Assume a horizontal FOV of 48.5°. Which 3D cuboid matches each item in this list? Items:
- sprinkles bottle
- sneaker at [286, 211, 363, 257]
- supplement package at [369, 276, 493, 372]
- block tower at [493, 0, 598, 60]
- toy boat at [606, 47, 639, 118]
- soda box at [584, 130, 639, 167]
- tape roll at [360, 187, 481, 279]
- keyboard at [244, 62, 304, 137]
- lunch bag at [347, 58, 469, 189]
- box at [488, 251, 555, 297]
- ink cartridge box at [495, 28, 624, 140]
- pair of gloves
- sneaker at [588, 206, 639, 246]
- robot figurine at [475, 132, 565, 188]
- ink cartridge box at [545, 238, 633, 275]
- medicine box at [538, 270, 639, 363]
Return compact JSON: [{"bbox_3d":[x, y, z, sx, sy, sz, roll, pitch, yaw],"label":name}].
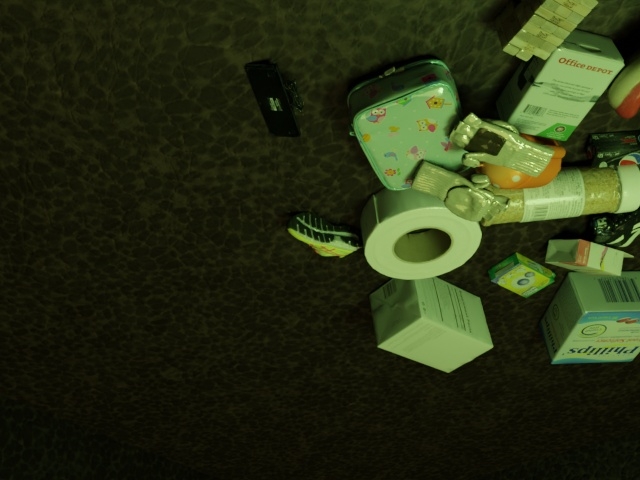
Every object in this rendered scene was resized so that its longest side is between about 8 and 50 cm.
[{"bbox_3d":[0.542,-0.109,1.634,0.355,0.121,0.121,-6,142,1],"label":"sprinkles bottle"},{"bbox_3d":[0.000,0.000,1.743,0.208,0.082,0.094,19,139,-28],"label":"sneaker"},{"bbox_3d":[0.308,0.225,1.989,0.292,0.175,0.177,25,132,-33],"label":"supplement package"},{"bbox_3d":[0.439,-0.458,1.200,0.090,0.097,0.335,15,139,-25],"label":"block tower"},{"bbox_3d":[0.664,-0.310,1.341,0.151,0.151,0.231,47,128,-2],"label":"toy boat"},{"bbox_3d":[0.681,-0.204,1.578,0.168,0.060,0.053,-5,143,-1],"label":"soda box"},{"bbox_3d":[0.239,-0.025,1.724,0.286,0.100,0.286,-3,143,-2],"label":"tape roll"},{"bbox_3d":[-0.077,-0.283,1.420,0.100,0.038,0.192,9,148,21],"label":"keyboard"},{"bbox_3d":[0.180,-0.231,1.446,0.223,0.108,0.279,-16,141,15],"label":"lunch bag"},{"bbox_3d":[0.564,0.102,1.972,0.179,0.043,0.105,22,135,-33],"label":"box"},{"bbox_3d":[0.465,-0.307,1.397,0.153,0.087,0.208,9,141,-16],"label":"ink cartridge box"},{"bbox_3d":[0.315,-0.135,1.415,0.204,0.042,0.240,27,135,-9],"label":"pair of gloves"},{"bbox_3d":[0.743,-0.054,1.762,0.121,0.079,0.217,0,143,-10],"label":"sneaker"},{"bbox_3d":[0.420,-0.170,1.505,0.219,0.158,0.128,-6,124,-41],"label":"robot figurine"},{"bbox_3d":[0.705,0.049,1.860,0.198,0.067,0.115,14,174,-23],"label":"ink cartridge box"},{"bbox_3d":[0.821,0.227,2.077,0.263,0.149,0.289,-1,141,-6],"label":"medicine box"}]
